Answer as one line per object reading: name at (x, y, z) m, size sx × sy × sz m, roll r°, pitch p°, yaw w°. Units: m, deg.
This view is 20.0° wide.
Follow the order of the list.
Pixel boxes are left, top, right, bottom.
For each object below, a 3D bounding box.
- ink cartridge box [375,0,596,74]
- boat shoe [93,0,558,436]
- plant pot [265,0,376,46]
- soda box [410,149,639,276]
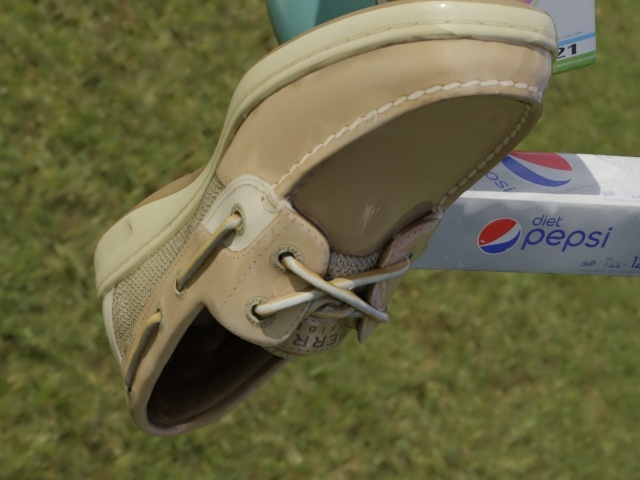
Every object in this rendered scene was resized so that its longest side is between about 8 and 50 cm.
ink cartridge box at (0.147, -0.268, 1.662) m, size 0.097 × 0.188 × 0.255 m, roll -118°, pitch -164°, yaw -50°
boat shoe at (0.000, 0.000, 0.838) m, size 0.121 × 0.341 × 0.110 m, roll 5°, pitch 65°, yaw -28°
plant pot at (0.072, -0.268, 1.941) m, size 0.293 × 0.293 × 0.235 m, roll 9°, pitch 44°, yaw -57°
soda box at (0.214, -0.030, 1.860) m, size 0.286 × 0.098 × 0.091 m, roll 2°, pitch 38°, yaw -22°
